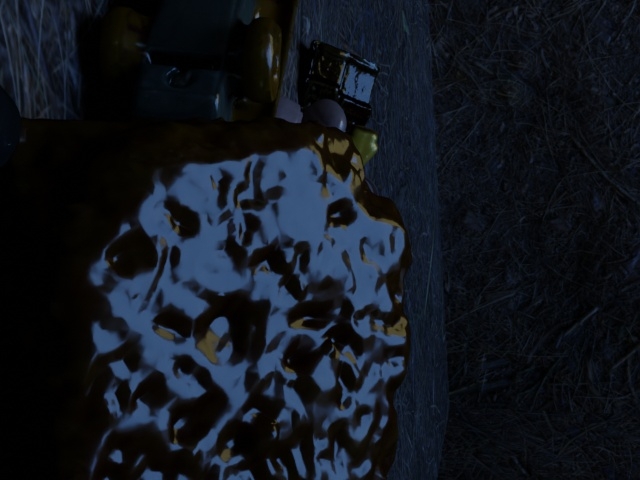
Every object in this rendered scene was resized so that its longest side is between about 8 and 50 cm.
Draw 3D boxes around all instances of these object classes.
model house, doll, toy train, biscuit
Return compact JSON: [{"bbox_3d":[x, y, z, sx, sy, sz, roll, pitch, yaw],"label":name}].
[{"bbox_3d":[0.018,-0.232,1.795,0.165,0.106,0.152,14,87,-40],"label":"model house"},{"bbox_3d":[-0.042,-0.087,1.256,0.160,0.094,0.365,-69,-162,0],"label":"doll"},{"bbox_3d":[-0.109,-0.169,1.083,0.231,0.163,0.369,94,4,-57],"label":"toy train"},{"bbox_3d":[-0.088,0.102,0.845,0.342,0.166,0.395,-3,94,-37],"label":"biscuit"}]

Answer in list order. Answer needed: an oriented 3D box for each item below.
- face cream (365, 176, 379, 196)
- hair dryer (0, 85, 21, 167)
[{"bbox_3d":[0.057,-0.068,1.946,0.095,0.091,0.091,70,22,-77],"label":"face cream"},{"bbox_3d":[-0.255,-0.026,0.661,0.124,0.071,0.219,66,34,-61],"label":"hair dryer"}]
